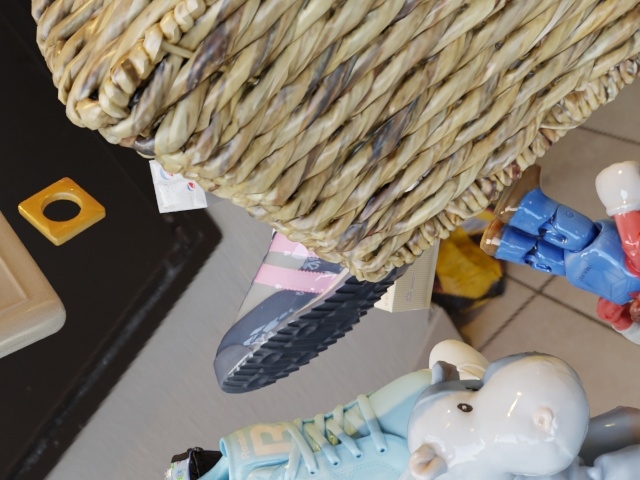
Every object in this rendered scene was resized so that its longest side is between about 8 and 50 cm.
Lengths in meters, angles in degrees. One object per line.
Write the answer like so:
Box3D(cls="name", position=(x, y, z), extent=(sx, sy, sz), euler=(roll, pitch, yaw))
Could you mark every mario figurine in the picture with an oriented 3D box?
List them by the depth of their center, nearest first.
Box3D(cls="mario figurine", position=(0.364, 0.018, 1.049), extent=(0.320, 0.198, 0.170), euler=(29, 88, 12))

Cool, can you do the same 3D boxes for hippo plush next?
Box3D(cls="hippo plush", position=(0.197, 0.207, 0.870), extent=(0.294, 0.237, 0.234), euler=(-30, 15, 32))

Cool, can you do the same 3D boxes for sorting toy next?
Box3D(cls="sorting toy", position=(-0.357, 0.050, 0.823), extent=(0.347, 0.047, 0.196), euler=(-26, 59, -27))

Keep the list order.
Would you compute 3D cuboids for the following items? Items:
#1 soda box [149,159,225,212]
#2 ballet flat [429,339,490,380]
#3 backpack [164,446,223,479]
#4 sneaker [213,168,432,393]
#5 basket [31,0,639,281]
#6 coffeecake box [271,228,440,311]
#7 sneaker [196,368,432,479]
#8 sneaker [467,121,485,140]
Box3D(cls="soda box", position=(-0.135, -0.094, 1.181), extent=(0.073, 0.069, 0.216), euler=(-5, 12, 24))
Box3D(cls="ballet flat", position=(0.343, 0.376, 1.793), extent=(0.139, 0.139, 0.400), euler=(-27, 73, 9))
Box3D(cls="backpack", position=(-0.161, 0.355, 1.231), extent=(0.084, 0.105, 0.114), euler=(-29, 57, 38))
Box3D(cls="sneaker", position=(0.000, 0.000, 0.792), extent=(0.319, 0.112, 0.131), euler=(-47, 62, 16))
Box3D(cls="basket", position=(0.031, -0.163, 0.432), extent=(0.299, 0.223, 0.213), euler=(-43, 49, 17))
Box3D(cls="coffeecake box", position=(0.036, -0.015, 0.953), extent=(0.185, 0.068, 0.142), euler=(14, 100, 43))
Box3D(cls="sneaker", position=(-0.022, 0.238, 0.909), extent=(0.366, 0.150, 0.135), euler=(-38, 34, 0))
Box3D(cls="sneaker", position=(0.153, -0.134, 0.955), extent=(0.061, 0.157, 0.065), euler=(30, 112, 48))
